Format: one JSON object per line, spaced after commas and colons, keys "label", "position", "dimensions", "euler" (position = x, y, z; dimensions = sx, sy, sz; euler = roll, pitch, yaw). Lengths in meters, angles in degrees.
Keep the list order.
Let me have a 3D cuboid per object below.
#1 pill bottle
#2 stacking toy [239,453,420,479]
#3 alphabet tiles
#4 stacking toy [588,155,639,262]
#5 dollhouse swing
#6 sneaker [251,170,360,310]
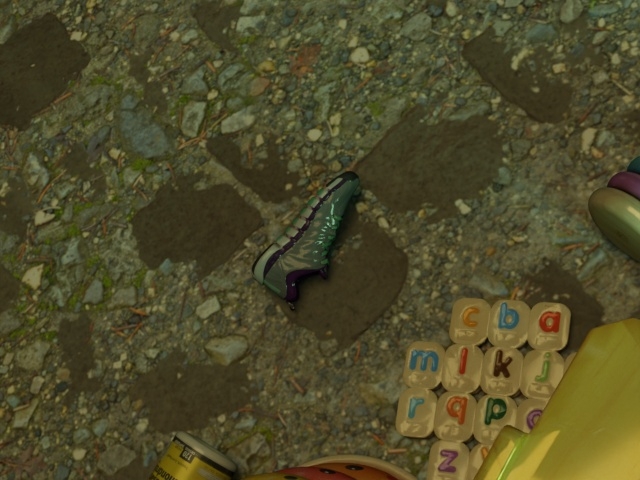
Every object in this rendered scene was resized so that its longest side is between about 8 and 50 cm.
{"label": "pill bottle", "position": [-0.208, 0.376, 1.741], "dimensions": [0.103, 0.103, 0.184], "euler": [27, 80, 29]}
{"label": "stacking toy", "position": [-0.041, 0.393, 1.449], "dimensions": [0.351, 0.480, 0.350], "euler": [-8, 67, 19]}
{"label": "alphabet tiles", "position": [0.248, 0.217, 1.668], "dimensions": [0.284, 0.021, 0.277], "euler": [2, 70, 23]}
{"label": "stacking toy", "position": [0.520, -0.122, 1.644], "dimensions": [0.330, 0.141, 0.141], "euler": [-46, 60, -7]}
{"label": "dollhouse swing", "position": [0.398, 0.329, 1.457], "dimensions": [0.347, 0.315, 0.305], "euler": [25, 58, 28]}
{"label": "sneaker", "position": [0.000, 0.000, 1.841], "dimensions": [0.098, 0.083, 0.223], "euler": [43, 93, 10]}
